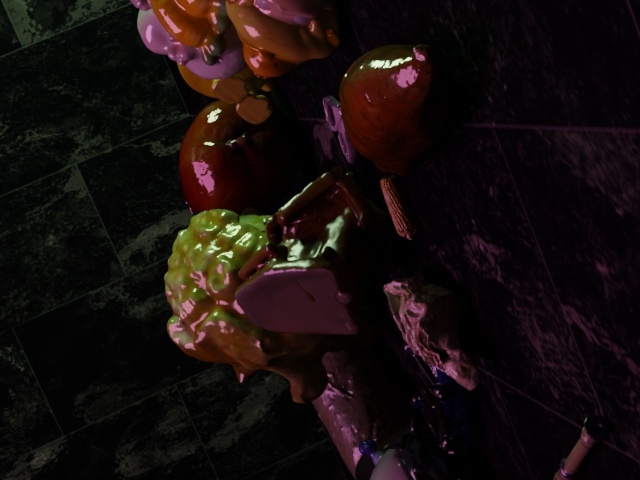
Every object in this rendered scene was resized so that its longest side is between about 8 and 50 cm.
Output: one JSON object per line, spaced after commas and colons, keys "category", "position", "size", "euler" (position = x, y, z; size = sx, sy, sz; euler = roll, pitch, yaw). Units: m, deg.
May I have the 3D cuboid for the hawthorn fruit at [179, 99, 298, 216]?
{"category": "hawthorn fruit", "position": [-0.135, -0.139, 2.031], "size": [0.215, 0.215, 0.250], "euler": [64, 171, 12]}

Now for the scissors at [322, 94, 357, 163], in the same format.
{"category": "scissors", "position": [0.032, -0.167, 1.620], "size": [0.189, 0.015, 0.100], "euler": [105, 142, -74]}

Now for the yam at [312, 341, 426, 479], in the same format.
{"category": "yam", "position": [0.063, 0.260, 2.095], "size": [0.161, 0.161, 0.268], "euler": [80, 164, -57]}

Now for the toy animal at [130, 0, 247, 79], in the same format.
{"category": "toy animal", "position": [-0.154, -0.337, 1.608], "size": [0.247, 0.182, 0.310], "euler": [-64, -40, -53]}

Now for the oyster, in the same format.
{"category": "oyster", "position": [0.148, 0.104, 1.513], "size": [0.163, 0.081, 0.191], "euler": [30, -153, -56]}

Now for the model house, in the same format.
{"category": "model house", "position": [-0.001, 0.001, 1.711], "size": [0.199, 0.219, 0.229], "euler": [62, -140, -47]}

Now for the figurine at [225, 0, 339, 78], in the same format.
{"category": "figurine", "position": [-0.037, -0.284, 1.423], "size": [0.156, 0.131, 0.246], "euler": [26, 150, -1]}

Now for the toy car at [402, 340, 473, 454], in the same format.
{"category": "toy car", "position": [0.163, 0.197, 1.659], "size": [0.103, 0.063, 0.216], "euler": [56, 165, 41]}

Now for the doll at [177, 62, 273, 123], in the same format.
{"category": "doll", "position": [-0.149, -0.308, 1.900], "size": [0.199, 0.145, 0.363], "euler": [42, -160, -40]}

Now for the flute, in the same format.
{"category": "flute", "position": [0.263, 0.222, 1.277], "size": [0.027, 0.027, 0.233], "euler": [62, 171, 22]}

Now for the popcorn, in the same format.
{"category": "popcorn", "position": [-0.084, 0.080, 1.960], "size": [0.279, 0.335, 0.274], "euler": [67, -142, -55]}

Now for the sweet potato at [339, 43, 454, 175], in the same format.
{"category": "sweet potato", "position": [0.072, -0.132, 1.202], "size": [0.359, 0.112, 0.112], "euler": [111, 134, -81]}

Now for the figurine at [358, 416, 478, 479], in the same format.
{"category": "figurine", "position": [0.190, 0.435, 1.768], "size": [0.261, 0.186, 0.382], "euler": [104, 145, -67]}

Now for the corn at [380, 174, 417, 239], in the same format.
{"category": "corn", "position": [0.098, -0.040, 1.536], "size": [0.027, 0.028, 0.083], "euler": [153, 97, -86]}
